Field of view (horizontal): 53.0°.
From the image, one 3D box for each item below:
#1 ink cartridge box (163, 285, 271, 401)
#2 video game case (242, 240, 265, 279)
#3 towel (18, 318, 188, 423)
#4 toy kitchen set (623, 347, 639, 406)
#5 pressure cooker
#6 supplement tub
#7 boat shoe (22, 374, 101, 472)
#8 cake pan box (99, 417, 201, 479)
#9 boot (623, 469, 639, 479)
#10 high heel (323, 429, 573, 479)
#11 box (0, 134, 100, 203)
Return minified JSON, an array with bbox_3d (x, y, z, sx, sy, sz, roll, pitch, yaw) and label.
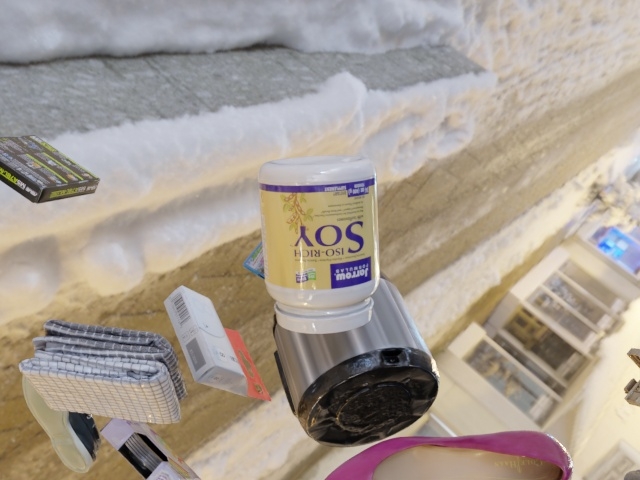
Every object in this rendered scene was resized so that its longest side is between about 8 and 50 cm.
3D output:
[{"bbox_3d":[-0.291,0.331,2.005,0.091,0.308,0.385,-41,143,11],"label":"ink cartridge box"},{"bbox_3d":[-0.084,0.062,1.519,0.119,0.166,0.015,-54,171,-39],"label":"video game case"},{"bbox_3d":[-0.423,0.268,1.292,0.235,0.284,0.121,95,2,-55],"label":"towel"},{"bbox_3d":[0.602,0.263,1.245,0.083,0.075,0.068,-45,-175,-12],"label":"toy kitchen set"},{"bbox_3d":[0.074,0.266,1.654,0.375,0.420,0.370,-8,135,-15],"label":"pressure cooker"},{"bbox_3d":[0.000,0.000,1.316,0.241,0.241,0.331,-19,110,-53],"label":"supplement tub"},{"bbox_3d":[-0.659,0.441,1.681,0.340,0.127,0.113,70,26,-20],"label":"boat shoe"},{"bbox_3d":[-0.445,0.575,1.702,0.070,0.246,0.267,-49,164,-14],"label":"cake pan box"},{"bbox_3d":[0.384,0.409,0.694,0.263,0.091,0.229,-66,154,-69],"label":"boot"},{"bbox_3d":[0.163,0.342,0.924,0.377,0.127,0.181,-19,166,6],"label":"high heel"},{"bbox_3d":[-0.585,-0.150,1.315,0.045,0.191,0.184,-60,172,16],"label":"box"}]
